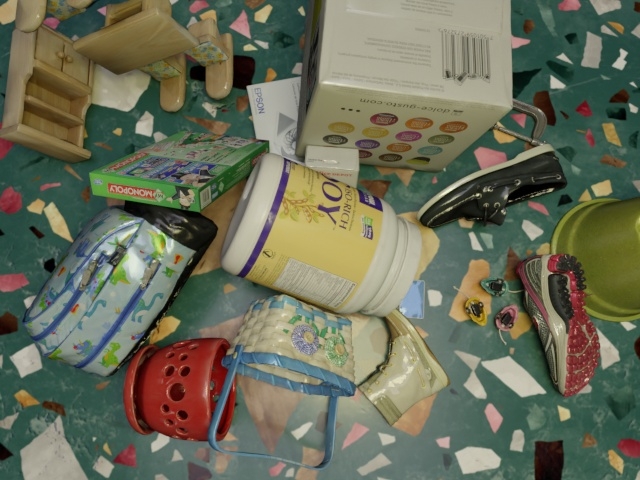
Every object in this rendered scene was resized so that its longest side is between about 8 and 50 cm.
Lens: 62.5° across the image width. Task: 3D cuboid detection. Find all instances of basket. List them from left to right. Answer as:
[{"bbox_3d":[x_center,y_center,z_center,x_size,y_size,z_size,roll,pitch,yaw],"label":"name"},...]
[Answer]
[{"bbox_3d":[-0.065,0.259,0.983,0.254,0.201,0.289,25,68,-32],"label":"basket"}]

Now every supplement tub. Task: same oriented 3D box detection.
[{"bbox_3d":[0.000,0.000,1.018,0.331,0.241,0.241,21,79,-15],"label":"supplement tub"}]

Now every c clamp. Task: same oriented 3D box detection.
[{"bbox_3d":[0.454,-0.261,1.215,0.160,0.022,0.137,28,80,4],"label":"c clamp"}]

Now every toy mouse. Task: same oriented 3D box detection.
[{"bbox_3d":[0.377,0.135,1.127,0.143,0.031,0.161,-29,84,-13],"label":"toy mouse"}]

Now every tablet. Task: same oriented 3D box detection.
[{"bbox_3d":[0.198,0.126,1.141,0.054,0.006,0.083,4,79,0],"label":"tablet"}]

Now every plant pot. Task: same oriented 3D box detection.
[{"bbox_3d":[-0.266,0.287,1.014,0.174,0.191,0.191,-4,79,7],"label":"plant pot"},{"bbox_3d":[0.643,0.017,1.044,0.276,0.254,0.276,0,79,0],"label":"plant pot"}]

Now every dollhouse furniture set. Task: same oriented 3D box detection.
[{"bbox_3d":[-0.435,-0.337,1.060,0.394,0.362,0.256,-8,76,26],"label":"dollhouse furniture set"}]

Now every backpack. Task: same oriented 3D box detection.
[{"bbox_3d":[-0.388,0.079,1.011,0.273,0.290,0.356,20,93,-31],"label":"backpack"}]

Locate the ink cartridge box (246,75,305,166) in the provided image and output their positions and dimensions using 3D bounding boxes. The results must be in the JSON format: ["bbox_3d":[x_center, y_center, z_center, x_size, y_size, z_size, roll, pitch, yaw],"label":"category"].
[{"bbox_3d":[-0.040,-0.263,1.196,0.224,0.045,0.223,-11,79,-3],"label":"ink cartridge box"}]

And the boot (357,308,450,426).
[{"bbox_3d":[0.140,0.250,1.081,0.165,0.077,0.213,-35,84,-5],"label":"boot"}]

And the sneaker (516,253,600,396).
[{"bbox_3d":[0.489,0.172,1.088,0.121,0.112,0.299,-13,94,-32],"label":"sneaker"}]

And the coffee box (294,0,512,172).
[{"bbox_3d":[0.143,-0.360,1.048,0.337,0.334,0.338,5,77,-9],"label":"coffee box"}]

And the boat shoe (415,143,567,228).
[{"bbox_3d":[0.373,-0.088,1.126,0.340,0.127,0.113,-23,71,-12],"label":"boat shoe"}]

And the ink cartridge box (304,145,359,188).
[{"bbox_3d":[0.021,-0.125,1.110,0.109,0.150,0.063,4,56,0],"label":"ink cartridge box"}]

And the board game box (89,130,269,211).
[{"bbox_3d":[-0.256,-0.148,1.034,0.213,0.317,0.046,9,117,15],"label":"board game box"}]
